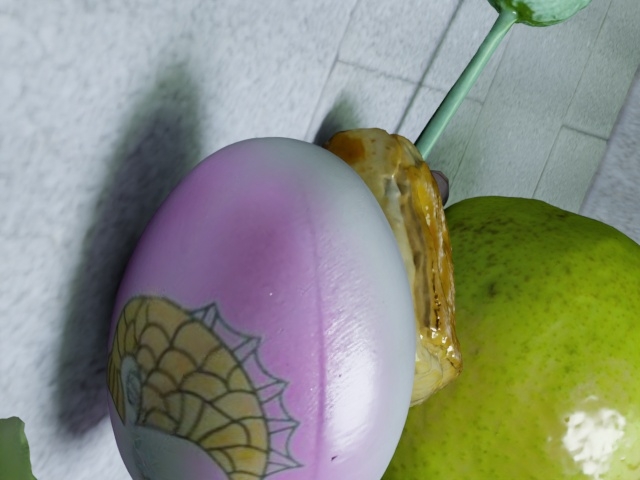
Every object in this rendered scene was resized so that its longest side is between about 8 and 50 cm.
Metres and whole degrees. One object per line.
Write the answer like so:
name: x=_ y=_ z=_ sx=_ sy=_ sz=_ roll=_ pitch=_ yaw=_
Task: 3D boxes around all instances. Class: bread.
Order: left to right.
bread: x=0.063 y=0.031 z=1.445 sx=0.235 sy=0.099 sz=0.210 roll=74 pitch=7 yaw=-72

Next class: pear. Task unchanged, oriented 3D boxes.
pear: x=0.190 y=0.155 z=1.763 sx=0.391 sy=0.391 sz=0.391 roll=-60 pitch=165 yaw=-28

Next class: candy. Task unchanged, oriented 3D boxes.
candy: x=0.125 y=-0.133 z=1.628 sx=0.440 sy=0.119 sz=0.119 roll=-57 pitch=165 yaw=-8

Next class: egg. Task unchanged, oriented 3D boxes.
egg: x=-0.037 y=0.062 z=1.087 sx=0.196 sy=0.196 sz=0.271 roll=-42 pitch=138 yaw=-61

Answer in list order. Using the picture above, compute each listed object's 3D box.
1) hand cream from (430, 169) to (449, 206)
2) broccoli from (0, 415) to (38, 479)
hand cream: x=0.077 y=-0.018 z=1.695 sx=0.067 sy=0.043 sz=0.209 roll=-31 pitch=-172 yaw=30
broccoli: x=-0.177 y=0.291 z=0.923 sx=0.302 sy=0.186 sz=0.254 roll=-47 pitch=147 yaw=-40
